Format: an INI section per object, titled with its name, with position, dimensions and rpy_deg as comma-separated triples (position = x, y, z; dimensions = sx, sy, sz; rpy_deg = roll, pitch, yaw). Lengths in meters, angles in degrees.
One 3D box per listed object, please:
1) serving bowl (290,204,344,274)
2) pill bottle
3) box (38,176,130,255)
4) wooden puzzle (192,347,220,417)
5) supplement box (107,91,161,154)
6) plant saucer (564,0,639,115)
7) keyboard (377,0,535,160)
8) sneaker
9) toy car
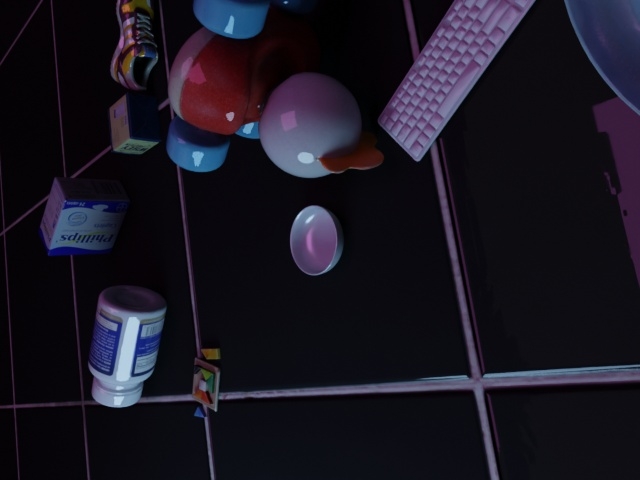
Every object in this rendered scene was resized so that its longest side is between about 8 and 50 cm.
[serving bowl]
position = 0.000, 0.000, 0.702
dimensions = 0.083, 0.027, 0.083
rpy_deg = -1, 88, 47
[pill bottle]
position = -0.334, 0.181, 0.994
dimensions = 0.112, 0.112, 0.187
rpy_deg = 30, 110, 43
[box]
position = -0.449, -0.044, 1.108
dimensions = 0.072, 0.126, 0.137
rpy_deg = 52, 125, 31
[wooden puzzle]
position = -0.179, 0.221, 0.901
dimensions = 0.078, 0.014, 0.116
rpy_deg = 2, 91, 47
[supplement box]
position = -0.331, -0.205, 1.033
dimensions = 0.083, 0.056, 0.083
rpy_deg = -16, 78, 45
[plant saucer]
position = 0.282, -0.190, 0.315
dimensions = 0.317, 0.043, 0.318
rpy_deg = 39, 144, 36
[keyboard]
position = 0.144, -0.198, 0.562
dimensions = 0.072, 0.014, 0.256
rpy_deg = 55, 127, 32
[sneaker]
position = -0.312, -0.355, 1.015
dimensions = 0.083, 0.069, 0.186
rpy_deg = 30, 117, 33
[toy car]
position = -0.024, -0.153, 0.655
dimensions = 0.238, 0.210, 0.219
rpy_deg = 36, 133, 9
